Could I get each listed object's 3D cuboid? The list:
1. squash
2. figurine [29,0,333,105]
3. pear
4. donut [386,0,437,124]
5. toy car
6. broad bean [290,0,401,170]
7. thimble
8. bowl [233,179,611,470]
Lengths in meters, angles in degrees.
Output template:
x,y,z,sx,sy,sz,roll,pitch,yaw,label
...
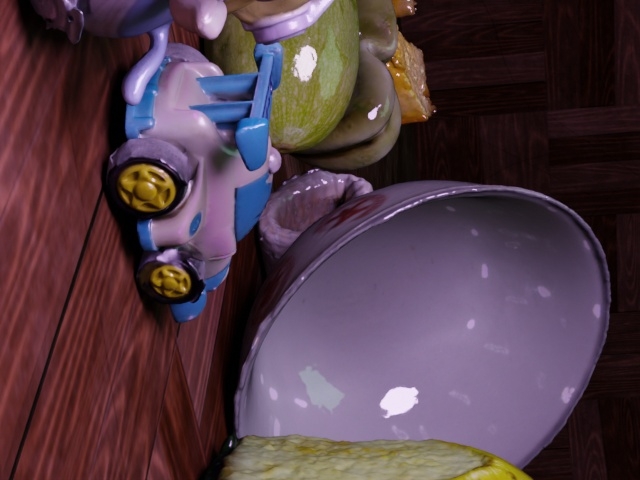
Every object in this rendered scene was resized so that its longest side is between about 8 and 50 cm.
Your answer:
x,y,z,sx,sy,sz,roll,pitch,yaw,label
-0.033,-0.240,1.118,0.118,0.118,0.371,68,18,-67,squash
-0.054,-0.148,0.696,0.128,0.183,0.208,70,-17,-7,figurine
0.048,0.262,0.974,0.164,0.255,0.238,-49,139,-82,pear
0.019,-0.206,1.428,0.101,0.152,0.259,54,23,-49,donut
-0.062,-0.032,0.858,0.126,0.098,0.162,-81,163,-53,toy car
-0.004,-0.151,1.181,0.072,0.153,0.207,46,21,-61,broad bean
0.000,0.000,1.283,0.115,0.102,0.090,-57,146,-46,thimble
0.056,0.069,1.187,0.157,0.337,0.337,49,-25,50,bowl
